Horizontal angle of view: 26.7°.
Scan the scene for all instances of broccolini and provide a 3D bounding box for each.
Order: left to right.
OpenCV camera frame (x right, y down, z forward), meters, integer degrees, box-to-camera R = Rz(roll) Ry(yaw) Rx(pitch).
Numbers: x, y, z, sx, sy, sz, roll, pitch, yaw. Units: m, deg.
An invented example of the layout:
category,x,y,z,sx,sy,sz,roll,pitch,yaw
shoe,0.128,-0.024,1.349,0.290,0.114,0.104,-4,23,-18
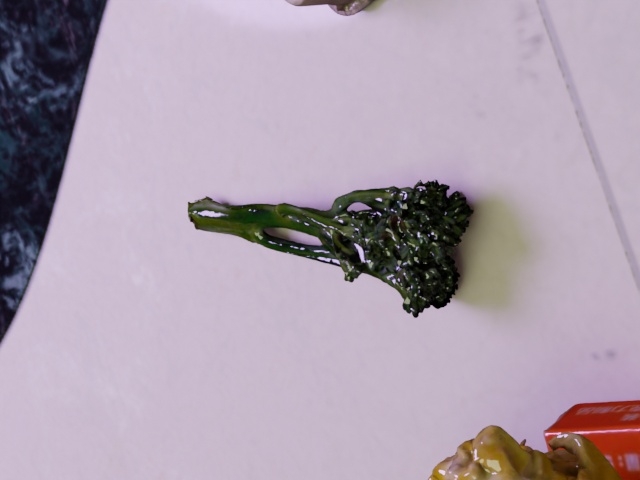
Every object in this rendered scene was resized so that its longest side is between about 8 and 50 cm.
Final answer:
category,x,y,z,sx,sy,sz,roll,pitch,yaw
broccolini,-0.009,0.000,0.755,0.201,0.058,0.073,2,99,33

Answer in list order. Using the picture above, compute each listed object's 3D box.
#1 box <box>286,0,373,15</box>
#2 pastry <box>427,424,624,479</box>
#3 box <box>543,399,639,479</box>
category,x,y,z,sx,sy,sz,roll,pitch,yaw
box,-0.004,-0.183,0.693,0.089,0.062,0.122,-38,81,36
pastry,0.084,0.184,0.677,0.250,0.102,0.154,107,142,-59
box,0.262,0.201,0.642,0.273,0.048,0.264,-10,99,35
